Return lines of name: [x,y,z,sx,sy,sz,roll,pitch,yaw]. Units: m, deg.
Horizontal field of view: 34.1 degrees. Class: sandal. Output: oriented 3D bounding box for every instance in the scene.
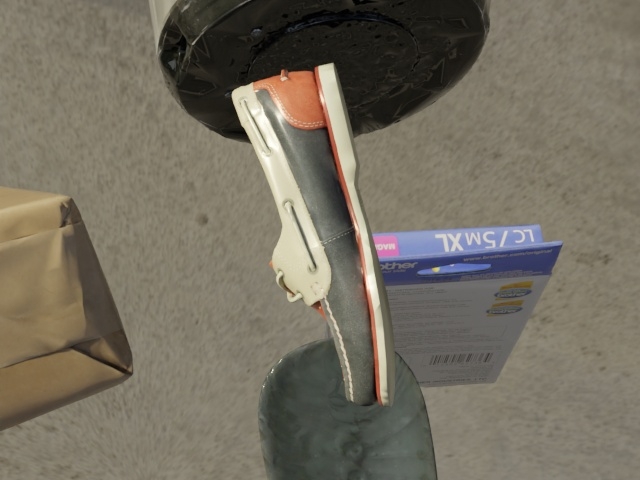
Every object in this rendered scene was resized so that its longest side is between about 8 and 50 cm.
sandal: [0.046,0.292,0.766,0.168,0.107,0.445,-17,86,2]

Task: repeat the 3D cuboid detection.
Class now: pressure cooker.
pressure cooker: [-0.021,-0.363,1.163,0.370,0.375,0.420,-8,67,-12]

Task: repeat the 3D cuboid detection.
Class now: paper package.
paper package: [-0.359,0.069,0.877,0.310,0.325,0.168,-17,101,-26]

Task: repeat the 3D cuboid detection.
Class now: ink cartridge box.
ink cartridge box: [0.102,0.063,0.990,0.186,0.311,0.065,-4,64,-5]

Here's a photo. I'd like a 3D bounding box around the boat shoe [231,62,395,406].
boat shoe: [0.000,0.000,0.406,0.043,0.049,0.137,-13,88,4]
